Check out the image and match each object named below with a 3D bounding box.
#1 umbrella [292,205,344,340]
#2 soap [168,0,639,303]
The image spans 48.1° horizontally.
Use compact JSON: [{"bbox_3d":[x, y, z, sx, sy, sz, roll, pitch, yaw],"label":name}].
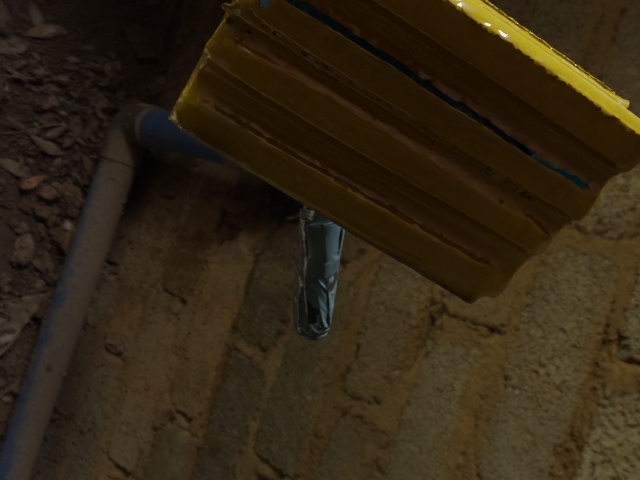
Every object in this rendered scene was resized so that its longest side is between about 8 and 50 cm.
[{"bbox_3d":[-0.001,0.001,0.800,0.053,0.052,0.250,-78,175,-63],"label":"umbrella"},{"bbox_3d":[0.066,-0.103,0.562,0.324,0.096,0.204,30,121,-17],"label":"soap"}]
